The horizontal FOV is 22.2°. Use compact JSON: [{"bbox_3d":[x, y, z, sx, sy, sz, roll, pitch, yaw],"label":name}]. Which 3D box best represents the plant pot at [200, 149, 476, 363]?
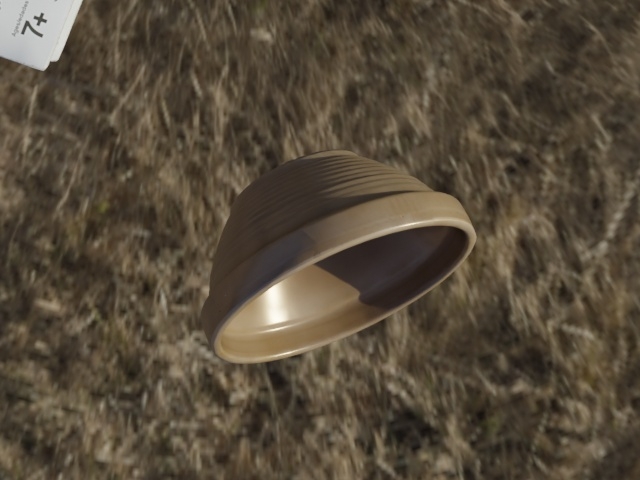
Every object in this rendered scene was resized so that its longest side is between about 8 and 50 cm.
[{"bbox_3d":[0.000,0.000,1.347,0.237,0.237,0.109,-27,72,6],"label":"plant pot"}]

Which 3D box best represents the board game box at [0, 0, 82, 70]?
[{"bbox_3d":[-0.103,-0.189,0.557,0.053,0.305,0.193,18,102,-24],"label":"board game box"}]
